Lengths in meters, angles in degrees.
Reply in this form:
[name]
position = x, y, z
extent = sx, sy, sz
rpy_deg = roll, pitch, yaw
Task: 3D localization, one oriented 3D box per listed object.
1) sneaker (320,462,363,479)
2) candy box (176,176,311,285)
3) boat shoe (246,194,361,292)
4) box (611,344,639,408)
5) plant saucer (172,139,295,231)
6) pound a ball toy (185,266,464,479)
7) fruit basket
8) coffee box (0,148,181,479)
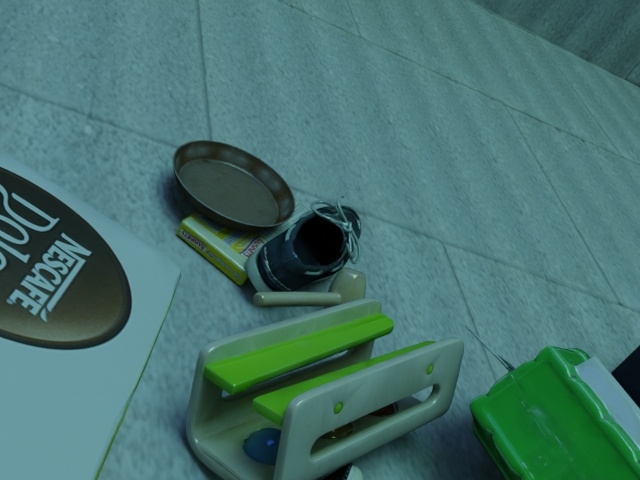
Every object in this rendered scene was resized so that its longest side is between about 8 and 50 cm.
[sneaker]
position = 0.020, 0.280, 0.779
extent = 0.075, 0.057, 0.161
rpy_deg = 48, 27, -13
[candy box]
position = -0.089, -0.021, 1.095
extent = 0.105, 0.027, 0.206
rpy_deg = 40, 32, 6
[boat shoe]
position = 0.000, 0.000, 1.071
extent = 0.095, 0.079, 0.254
rpy_deg = 62, 31, 3
[box]
position = 0.562, 0.190, 1.293
extent = 0.156, 0.158, 0.093
rpy_deg = 8, 40, -36
[plant saucer]
position = -0.113, -0.066, 1.082
extent = 0.168, 0.029, 0.168
rpy_deg = 22, 34, -16
[pound a ball toy]
position = -0.003, 0.142, 0.891
extent = 0.208, 0.136, 0.319
rpy_deg = 24, 22, 36
[fruit basket]
position = 0.316, 0.256, 0.938
extent = 0.353, 0.165, 0.327
rpy_deg = 32, 20, -49
[coffee box]
position = -0.303, 0.111, 0.345
extent = 0.334, 0.338, 0.338
rpy_deg = 34, 20, -11
